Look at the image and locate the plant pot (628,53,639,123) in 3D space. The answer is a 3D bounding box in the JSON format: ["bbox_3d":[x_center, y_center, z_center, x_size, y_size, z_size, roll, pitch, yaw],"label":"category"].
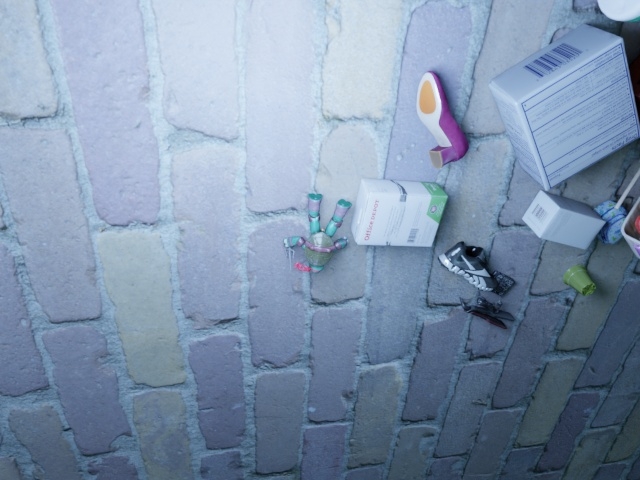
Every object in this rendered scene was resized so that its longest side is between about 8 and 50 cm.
[{"bbox_3d":[0.893,-0.367,1.306,0.235,0.267,0.267,30,113,-16],"label":"plant pot"}]

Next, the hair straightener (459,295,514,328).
[{"bbox_3d":[0.544,0.216,1.745,0.230,0.047,0.089,25,115,-22],"label":"hair straightener"}]

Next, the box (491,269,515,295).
[{"bbox_3d":[0.562,0.136,1.702,0.083,0.018,0.067,23,116,-26],"label":"box"}]

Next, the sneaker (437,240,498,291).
[{"bbox_3d":[0.463,0.074,1.598,0.234,0.078,0.106,28,115,-25],"label":"sneaker"}]

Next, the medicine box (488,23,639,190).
[{"bbox_3d":[0.599,-0.318,1.319,0.263,0.149,0.289,-31,126,8],"label":"medicine box"}]

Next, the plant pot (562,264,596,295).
[{"bbox_3d":[0.839,0.135,1.732,0.083,0.079,0.083,-6,126,-9],"label":"plant pot"}]

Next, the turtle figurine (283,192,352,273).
[{"bbox_3d":[0.000,0.000,1.419,0.175,0.118,0.234,6,117,-17],"label":"turtle figurine"}]

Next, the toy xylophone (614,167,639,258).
[{"bbox_3d":[0.958,-0.099,1.542,0.236,0.081,0.323,31,85,-33],"label":"toy xylophone"}]

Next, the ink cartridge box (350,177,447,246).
[{"bbox_3d":[0.202,-0.072,1.425,0.219,0.093,0.160,3,123,-15],"label":"ink cartridge box"}]

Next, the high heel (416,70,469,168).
[{"bbox_3d":[0.309,-0.304,1.319,0.117,0.082,0.244,-32,117,-26],"label":"high heel"}]

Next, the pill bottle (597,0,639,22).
[{"bbox_3d":[0.815,-0.570,1.165,0.360,0.204,0.204,-2,124,-13],"label":"pill bottle"}]

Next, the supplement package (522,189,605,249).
[{"bbox_3d":[0.698,-0.058,1.549,0.179,0.105,0.105,12,120,-20],"label":"supplement package"}]

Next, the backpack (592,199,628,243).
[{"bbox_3d":[0.866,-0.056,1.605,0.105,0.084,0.114,-36,121,8],"label":"backpack"}]
